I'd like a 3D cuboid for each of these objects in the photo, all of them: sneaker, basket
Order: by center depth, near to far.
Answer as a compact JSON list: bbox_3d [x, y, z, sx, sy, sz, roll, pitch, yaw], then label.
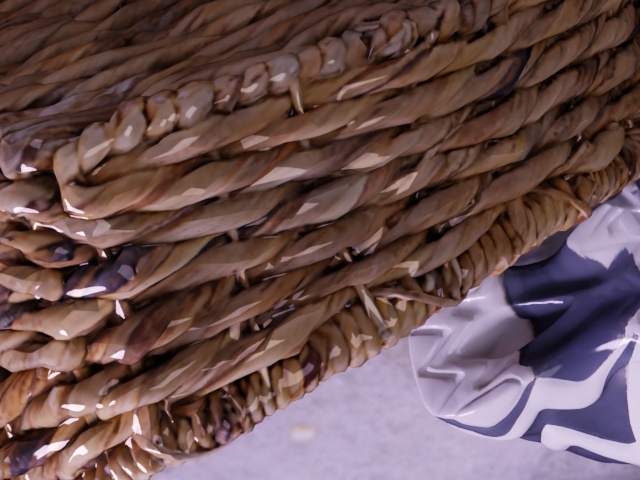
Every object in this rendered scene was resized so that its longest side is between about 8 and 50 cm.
[{"bbox_3d":[0.000,0.000,0.567,0.299,0.213,0.223,-30,120,-37],"label":"basket"},{"bbox_3d":[0.176,0.044,0.730,0.235,0.094,0.153,-31,146,24],"label":"sneaker"}]

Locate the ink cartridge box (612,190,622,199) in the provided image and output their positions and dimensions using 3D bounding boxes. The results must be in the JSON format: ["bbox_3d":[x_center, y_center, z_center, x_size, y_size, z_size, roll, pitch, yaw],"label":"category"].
[{"bbox_3d":[0.169,-0.074,0.741,0.088,0.052,0.122,-34,116,-6],"label":"ink cartridge box"}]
